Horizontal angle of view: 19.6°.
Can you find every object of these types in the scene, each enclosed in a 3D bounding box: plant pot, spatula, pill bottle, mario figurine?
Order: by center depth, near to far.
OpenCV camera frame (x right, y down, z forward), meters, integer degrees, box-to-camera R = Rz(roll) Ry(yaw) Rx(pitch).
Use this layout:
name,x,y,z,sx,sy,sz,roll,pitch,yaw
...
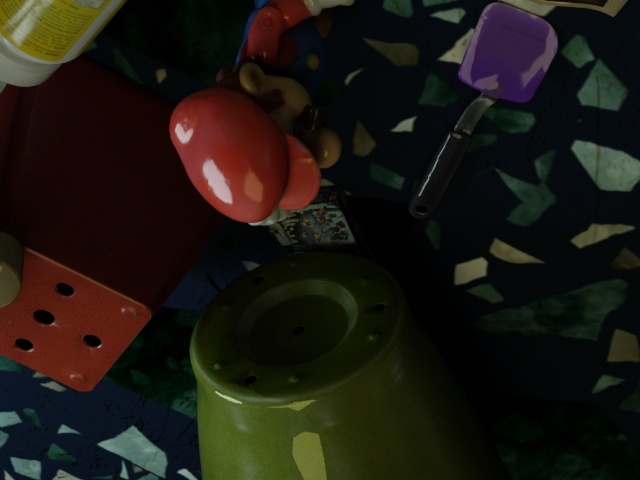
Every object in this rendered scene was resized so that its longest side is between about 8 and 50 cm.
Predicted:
name,x,y,z,sx,sy,sz,roll,pitch,yaw
mario figurine,-0.018,-0.137,1.690,0.170,0.320,0.198,-9,133,25
pill bottle,-0.253,-0.245,1.791,0.119,0.119,0.208,32,135,-18
spatula,0.152,-0.119,1.879,0.084,0.030,0.296,19,138,-8
plant pot,-0.262,-0.004,1.966,0.267,0.236,0.267,28,136,-14
plant pot,0.016,0.213,2.050,0.366,0.366,0.353,-2,130,18

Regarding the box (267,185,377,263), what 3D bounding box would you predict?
name,x,y,z,sx,sy,sz,roll,pitch,yaw
box,0.000,0.000,2.052,0.094,0.027,0.137,-6,134,23

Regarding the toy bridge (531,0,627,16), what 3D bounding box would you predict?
name,x,y,z,sx,sy,sz,roll,pitch,yaw
toy bridge,0.194,-0.256,1.724,0.188,0.026,0.063,24,138,-10

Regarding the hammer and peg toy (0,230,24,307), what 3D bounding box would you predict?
name,x,y,z,sx,sy,sz,roll,pitch,yaw
hammer and peg toy,-0.480,0.030,1.816,0.361,0.127,0.266,-28,114,13
